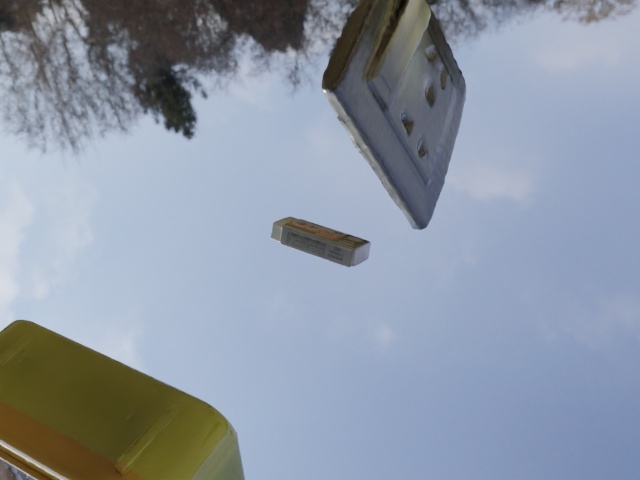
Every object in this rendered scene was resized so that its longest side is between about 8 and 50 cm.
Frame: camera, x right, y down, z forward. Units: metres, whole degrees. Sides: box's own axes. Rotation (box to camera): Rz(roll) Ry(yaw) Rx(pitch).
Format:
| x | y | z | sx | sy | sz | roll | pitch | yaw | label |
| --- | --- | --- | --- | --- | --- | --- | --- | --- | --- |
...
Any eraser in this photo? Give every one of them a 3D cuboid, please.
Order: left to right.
| x | y | z | sx | sy | sz | roll | pitch | yaw | label |
| --- | --- | --- | --- | --- | --- | --- | --- | --- | --- |
| 0.000 | 0.000 | 0.922 | 0.122 | 0.029 | 0.052 | 18 | -162 | 22 | eraser |

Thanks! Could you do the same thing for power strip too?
| x | y | z | sx | sy | sz | roll | pitch | yaw | label |
| --- | --- | --- | --- | --- | --- | --- | --- | --- | --- |
| 0.083 | -0.180 | 0.849 | 0.092 | 0.251 | 0.257 | 3 | -124 | 30 | power strip |

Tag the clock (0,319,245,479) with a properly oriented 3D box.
| x | y | z | sx | sy | sz | roll | pitch | yaw | label |
| --- | --- | --- | --- | --- | --- | --- | --- | --- | --- |
| -0.155 | 0.151 | 0.485 | 0.202 | 0.143 | 0.096 | 17 | -139 | 23 | clock |
